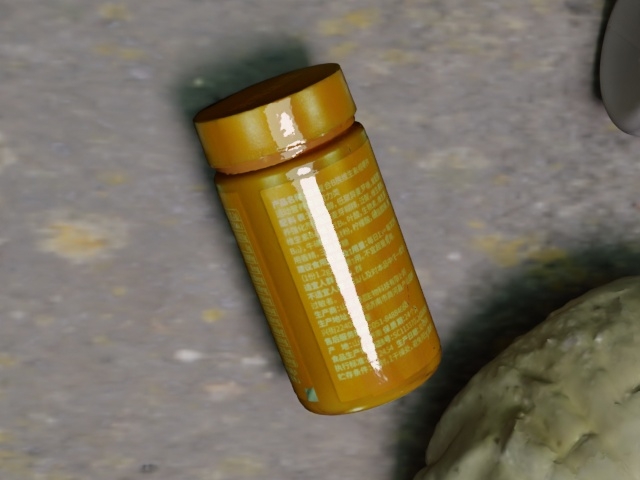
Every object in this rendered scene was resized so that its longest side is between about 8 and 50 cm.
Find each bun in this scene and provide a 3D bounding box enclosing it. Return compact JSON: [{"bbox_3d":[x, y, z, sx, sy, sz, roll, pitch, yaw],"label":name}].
[{"bbox_3d":[0.236,0.203,0.846,0.348,0.227,0.353,7,97,-14],"label":"bun"}]

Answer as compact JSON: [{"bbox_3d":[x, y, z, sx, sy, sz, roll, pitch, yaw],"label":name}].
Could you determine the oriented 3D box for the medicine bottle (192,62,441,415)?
[{"bbox_3d":[0.000,0.000,0.822,0.096,0.096,0.192,-23,104,-8],"label":"medicine bottle"}]

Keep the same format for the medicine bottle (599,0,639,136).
[{"bbox_3d":[0.281,-0.108,0.861,0.191,0.107,0.107,6,99,-14],"label":"medicine bottle"}]
